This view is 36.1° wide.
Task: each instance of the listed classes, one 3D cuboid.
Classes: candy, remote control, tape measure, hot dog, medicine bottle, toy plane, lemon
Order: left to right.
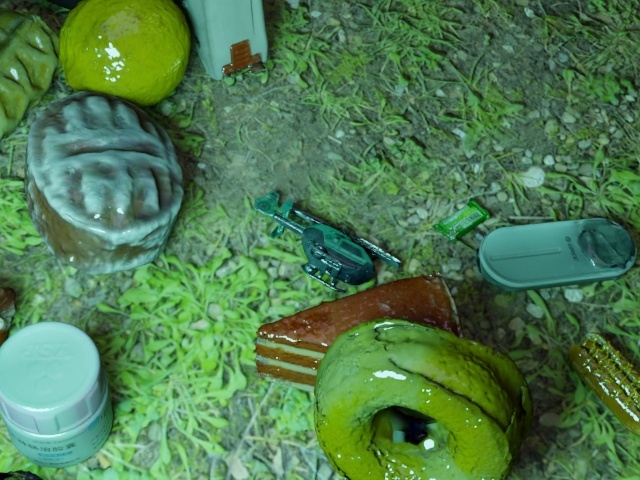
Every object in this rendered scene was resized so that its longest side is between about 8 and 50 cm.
[{"bbox_3d":[-0.324,0.189,1.201,0.135,0.168,0.135,4,54,-5],"label":"medicine bottle"},{"bbox_3d":[-0.311,-0.081,1.400,0.214,0.157,0.289,-1,48,-25],"label":"candy"},{"bbox_3d":[-0.302,-0.300,1.529,0.192,0.192,0.231,35,61,16],"label":"lemon"},{"bbox_3d":[-0.191,-0.425,1.598,0.130,0.258,0.265,-26,46,-22],"label":"tape measure"},{"bbox_3d":[0.000,0.000,1.442,0.235,0.060,0.096,30,49,9],"label":"toy plane"},{"bbox_3d":[0.354,0.022,1.475,0.247,0.052,0.104,-5,58,-11],"label":"remote control"},{"bbox_3d":[0.414,0.200,1.363,0.071,0.045,0.165,-26,62,-25],"label":"hot dog"}]

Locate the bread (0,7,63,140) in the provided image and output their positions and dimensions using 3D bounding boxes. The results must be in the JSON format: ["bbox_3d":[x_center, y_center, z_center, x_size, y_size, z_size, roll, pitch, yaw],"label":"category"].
[{"bbox_3d":[-0.509,-0.240,1.501,0.152,0.130,0.267,26,56,0],"label":"bread"}]

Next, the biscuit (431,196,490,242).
[{"bbox_3d":[0.218,-0.029,1.514,0.089,0.016,0.046,-32,63,-26],"label":"biscuit"}]

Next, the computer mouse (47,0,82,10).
[{"bbox_3d":[-0.409,-0.474,1.641,0.323,0.183,0.116,24,55,8],"label":"computer mouse"}]

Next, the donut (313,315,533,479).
[{"bbox_3d":[0.114,0.220,1.175,0.272,0.272,0.107,16,31,4],"label":"donut"}]

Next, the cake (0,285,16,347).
[{"bbox_3d":[-0.467,0.174,1.253,0.098,0.135,0.287,18,75,0],"label":"cake"}]

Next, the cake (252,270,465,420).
[{"bbox_3d":[0.059,0.169,1.273,0.262,0.158,0.159,-16,58,-15],"label":"cake"}]

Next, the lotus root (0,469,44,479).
[{"bbox_3d":[-0.365,0.367,1.107,0.139,0.138,0.214,6,66,-3],"label":"lotus root"}]
